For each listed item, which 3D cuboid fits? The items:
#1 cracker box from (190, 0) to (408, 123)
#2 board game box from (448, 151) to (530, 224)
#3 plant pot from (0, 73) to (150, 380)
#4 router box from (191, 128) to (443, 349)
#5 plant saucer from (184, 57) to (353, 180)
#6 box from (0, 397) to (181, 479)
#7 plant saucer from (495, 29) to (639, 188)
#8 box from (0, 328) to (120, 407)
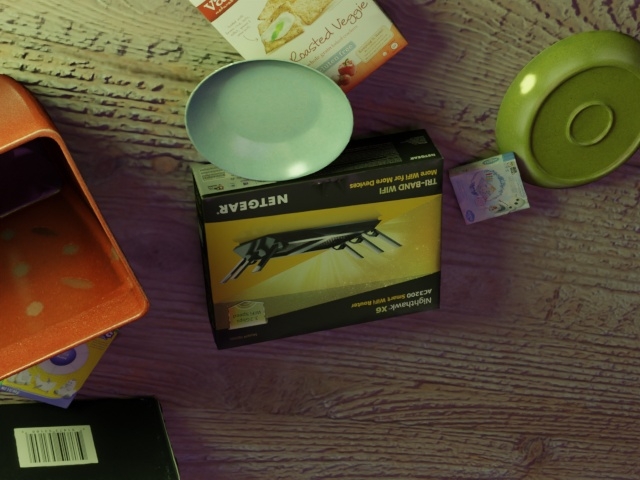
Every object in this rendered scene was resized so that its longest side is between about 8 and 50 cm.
[{"bbox_3d":[-0.028,-0.263,1.501,0.156,0.067,0.232,-38,128,11],"label":"cracker box"},{"bbox_3d":[0.226,-0.069,1.757,0.090,0.020,0.090,-16,130,10],"label":"board game box"},{"bbox_3d":[-0.375,-0.027,1.435,0.267,0.236,0.267,-24,129,-3],"label":"plant pot"},{"bbox_3d":[0.000,0.000,1.687,0.309,0.081,0.243,-11,127,-10],"label":"router box"},{"bbox_3d":[-0.059,-0.148,1.520,0.195,0.037,0.195,0,140,0],"label":"plant saucer"},{"bbox_3d":[-0.363,0.384,1.777,0.296,0.183,0.294,0,126,-20],"label":"box"},{"bbox_3d":[0.350,-0.162,1.740,0.241,0.037,0.241,-10,127,-13],"label":"plant saucer"},{"bbox_3d":[-0.330,0.129,1.691,0.105,0.043,0.179,21,113,-32],"label":"box"}]
